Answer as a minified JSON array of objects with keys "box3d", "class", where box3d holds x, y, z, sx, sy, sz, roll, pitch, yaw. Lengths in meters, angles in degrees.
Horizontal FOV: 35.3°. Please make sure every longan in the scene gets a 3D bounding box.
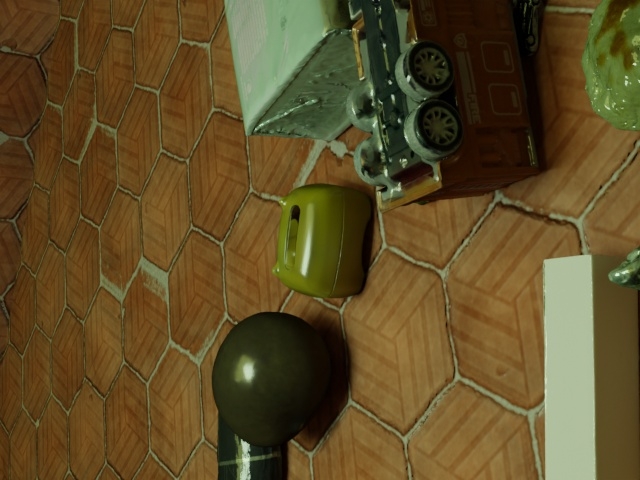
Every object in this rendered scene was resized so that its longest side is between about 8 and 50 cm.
[{"box3d":[-0.080,0.217,1.603,0.196,0.196,0.220,49,132,48],"class":"longan"}]

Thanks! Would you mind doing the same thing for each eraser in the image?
[{"box3d":[0.302,0.167,1.123,0.076,0.078,0.298,-10,77,56],"class":"eraser"}]

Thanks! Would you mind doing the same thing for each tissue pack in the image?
[{"box3d":[0.000,0.000,1.571,0.123,0.127,0.178,8,92,55],"class":"tissue pack"},{"box3d":[-0.011,-0.403,1.563,0.331,0.205,0.405,-37,56,54],"class":"tissue pack"}]

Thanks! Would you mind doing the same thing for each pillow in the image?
[{"box3d":[-0.132,0.364,1.748,0.161,0.092,0.335,-21,67,58],"class":"pillow"}]

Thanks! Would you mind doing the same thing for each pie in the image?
[{"box3d":[0.378,-0.218,1.058,0.248,0.089,0.201,-2,80,53],"class":"pie"}]

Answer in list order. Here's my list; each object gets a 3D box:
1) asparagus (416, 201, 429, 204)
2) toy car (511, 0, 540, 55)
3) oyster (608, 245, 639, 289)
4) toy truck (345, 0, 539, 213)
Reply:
[{"box3d":[0.135,-0.065,1.468,0.108,0.021,0.025,8,96,57],"class":"asparagus"},{"box3d":[0.266,-0.285,1.297,0.041,0.025,0.093,22,110,59],"class":"toy car"},{"box3d":[0.424,-0.036,0.989,0.252,0.087,0.200,9,93,45],"class":"oyster"},{"box3d":[0.148,-0.242,1.284,0.173,0.206,0.388,157,107,-63],"class":"toy truck"}]
